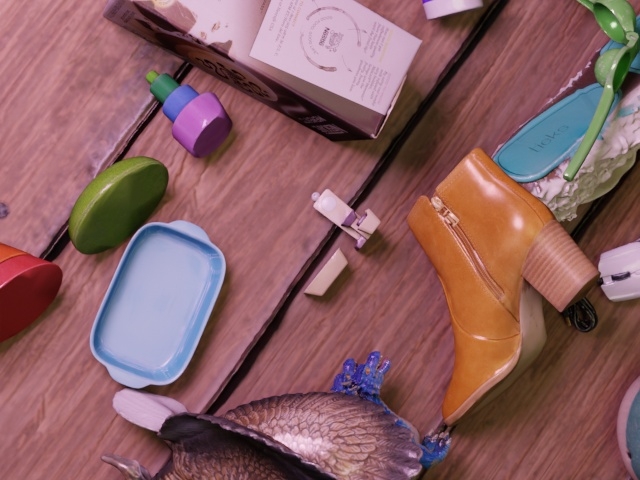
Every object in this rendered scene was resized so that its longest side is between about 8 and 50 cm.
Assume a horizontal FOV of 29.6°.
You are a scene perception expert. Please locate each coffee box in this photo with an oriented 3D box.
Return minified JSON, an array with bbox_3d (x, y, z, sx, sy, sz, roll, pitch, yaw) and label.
[{"bbox_3d":[-0.064,-0.223,1.273,0.297,0.168,0.119,27,85,-15],"label":"coffee box"}]

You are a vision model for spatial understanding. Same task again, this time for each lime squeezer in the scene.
[{"bbox_3d":[0.304,-0.214,1.353,0.109,0.059,0.310,-2,65,-5],"label":"lime squeezer"}]

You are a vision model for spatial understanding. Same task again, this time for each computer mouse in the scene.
[{"bbox_3d":[0.374,0.037,1.474,0.193,0.042,0.106,-20,97,-14],"label":"computer mouse"}]

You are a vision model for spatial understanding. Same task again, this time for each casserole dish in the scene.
[{"bbox_3d":[-0.179,0.068,1.323,0.114,0.037,0.188,24,86,-15],"label":"casserole dish"}]

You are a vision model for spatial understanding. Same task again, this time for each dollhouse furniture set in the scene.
[{"bbox_3d":[0.000,0.000,1.354,0.081,0.091,0.114,38,85,1],"label":"dollhouse furniture set"}]

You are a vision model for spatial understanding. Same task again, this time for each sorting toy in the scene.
[{"bbox_3d":[-0.264,-0.053,1.277,0.365,0.127,0.126,-43,73,-13],"label":"sorting toy"}]

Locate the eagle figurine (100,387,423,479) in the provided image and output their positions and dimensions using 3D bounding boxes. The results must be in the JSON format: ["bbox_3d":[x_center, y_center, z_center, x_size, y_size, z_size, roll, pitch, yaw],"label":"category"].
[{"bbox_3d":[-0.072,0.234,1.247,0.298,0.226,0.225,-30,122,24],"label":"eagle figurine"}]

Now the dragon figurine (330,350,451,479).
[{"bbox_3d":[0.060,0.273,1.374,0.144,0.085,0.289,13,85,-14],"label":"dragon figurine"}]

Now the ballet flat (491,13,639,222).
[{"bbox_3d":[0.363,-0.156,1.434,0.409,0.147,0.147,-39,102,-8],"label":"ballet flat"}]

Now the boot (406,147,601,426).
[{"bbox_3d":[0.169,0.054,1.384,0.211,0.295,0.104,47,37,20],"label":"boot"}]

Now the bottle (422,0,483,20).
[{"bbox_3d":[0.120,-0.392,1.355,0.118,0.092,0.283,-16,97,-14],"label":"bottle"}]

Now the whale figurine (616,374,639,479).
[{"bbox_3d":[0.499,0.220,1.467,0.272,0.141,0.216,-15,96,-15],"label":"whale figurine"}]
